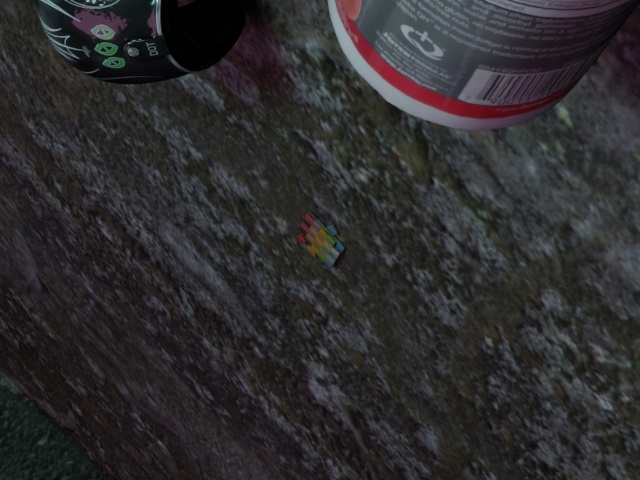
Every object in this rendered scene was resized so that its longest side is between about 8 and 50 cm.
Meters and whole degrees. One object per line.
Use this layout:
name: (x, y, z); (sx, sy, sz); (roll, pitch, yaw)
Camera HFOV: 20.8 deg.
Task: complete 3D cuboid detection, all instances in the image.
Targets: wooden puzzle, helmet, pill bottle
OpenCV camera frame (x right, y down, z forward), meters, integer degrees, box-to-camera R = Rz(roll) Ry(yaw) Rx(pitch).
wooden puzzle: (0.000, 0.000, 1.670); (0.049, 0.006, 0.083); (47, 156, 8)
helmet: (-0.160, -0.213, 1.466); (0.161, 0.169, 0.169); (12, 139, 30)
pill bottle: (0.118, -0.201, 0.947); (0.176, 0.176, 0.318); (47, 156, 8)
